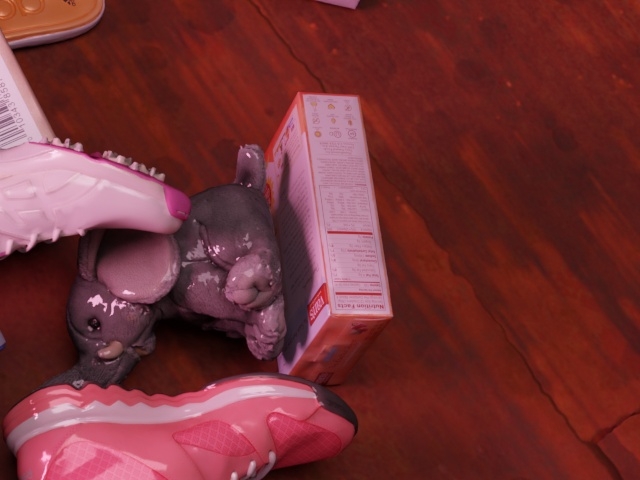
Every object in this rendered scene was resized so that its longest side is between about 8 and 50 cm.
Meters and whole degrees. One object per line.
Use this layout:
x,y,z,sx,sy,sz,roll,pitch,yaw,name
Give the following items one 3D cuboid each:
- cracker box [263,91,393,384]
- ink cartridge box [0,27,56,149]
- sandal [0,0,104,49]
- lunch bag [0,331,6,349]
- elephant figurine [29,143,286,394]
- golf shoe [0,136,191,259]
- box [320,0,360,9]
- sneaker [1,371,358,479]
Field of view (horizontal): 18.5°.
0.000,0.000,1.824,0.067,0.156,0.232,2,63,-18,cracker box
-0.355,-0.107,1.759,0.193,0.088,0.235,-27,84,-16,ink cartridge box
-0.329,-0.230,1.882,0.265,0.076,0.102,-18,69,-26,sandal
-0.380,0.104,1.595,0.219,0.176,0.090,-22,85,-60,lunch bag
-0.156,0.041,1.761,0.239,0.169,0.186,-6,35,-5,elephant figurine
-0.266,-0.027,1.669,0.306,0.115,0.140,12,86,-3,golf shoe
-0.003,-0.313,2.003,0.126,0.137,0.072,11,59,-13,box
-0.115,0.200,1.694,0.313,0.116,0.136,-2,61,-19,sneaker
